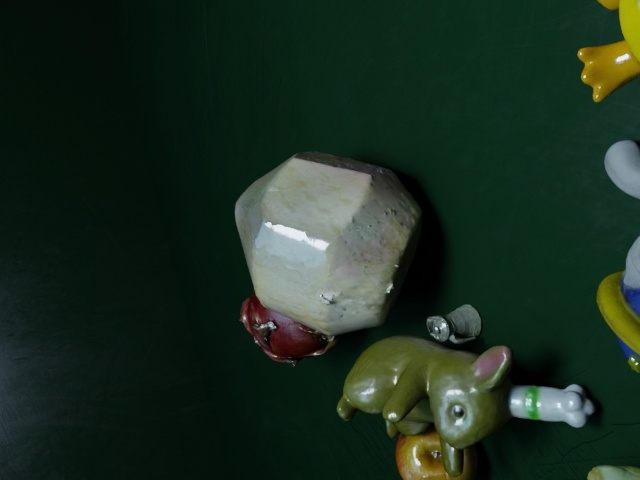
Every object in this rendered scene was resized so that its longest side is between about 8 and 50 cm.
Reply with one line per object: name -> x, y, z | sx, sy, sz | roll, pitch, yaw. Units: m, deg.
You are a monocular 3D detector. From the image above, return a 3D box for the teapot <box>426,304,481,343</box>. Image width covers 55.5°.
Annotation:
teapot -> 0.221, 0.143, 1.006 | 0.067, 0.083, 0.057 | 56, 141, 39

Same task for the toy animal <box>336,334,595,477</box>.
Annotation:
toy animal -> 0.193, 0.243, 0.914 | 0.363, 0.181, 0.180 | 0, 56, 54

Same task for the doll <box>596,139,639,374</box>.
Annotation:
doll -> 0.357, 0.019, 0.617 | 0.311, 0.160, 0.242 | -113, 14, -51

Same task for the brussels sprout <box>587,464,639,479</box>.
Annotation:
brussels sprout -> 0.393, 0.349, 0.736 | 0.151, 0.122, 0.149 | -58, -32, -80

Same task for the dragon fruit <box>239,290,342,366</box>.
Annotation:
dragon fruit -> -0.049, 0.154, 1.355 | 0.315, 0.251, 0.250 | -158, 60, -66

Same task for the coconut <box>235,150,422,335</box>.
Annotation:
coconut -> 0.000, 0.000, 1.104 | 0.353, 0.353, 0.352 | 33, 129, 53

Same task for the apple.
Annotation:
apple -> 0.202, 0.378, 1.068 | 0.146, 0.147, 0.146 | 33, 129, 53

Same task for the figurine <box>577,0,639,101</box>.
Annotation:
figurine -> 0.365, -0.233, 0.491 | 0.344, 0.187, 0.214 | 3, 113, 67
